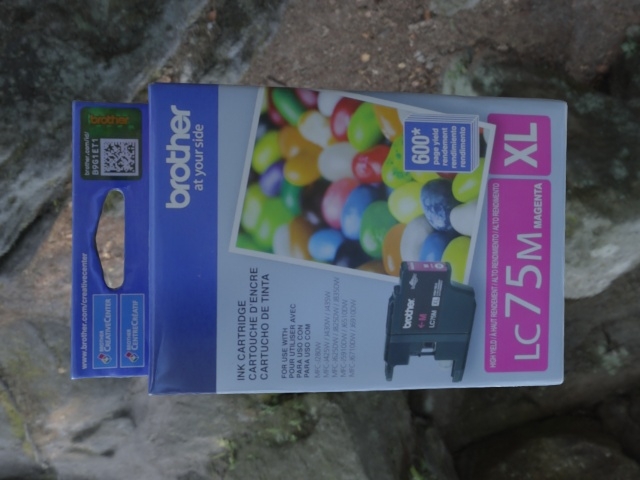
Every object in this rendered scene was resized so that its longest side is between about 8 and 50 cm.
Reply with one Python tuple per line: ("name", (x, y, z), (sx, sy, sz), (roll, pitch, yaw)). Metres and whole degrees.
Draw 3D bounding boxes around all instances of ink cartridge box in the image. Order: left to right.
("ink cartridge box", (0.000, 0.000, 0.438), (0.312, 0.185, 0.065), (1, 180, -8))
